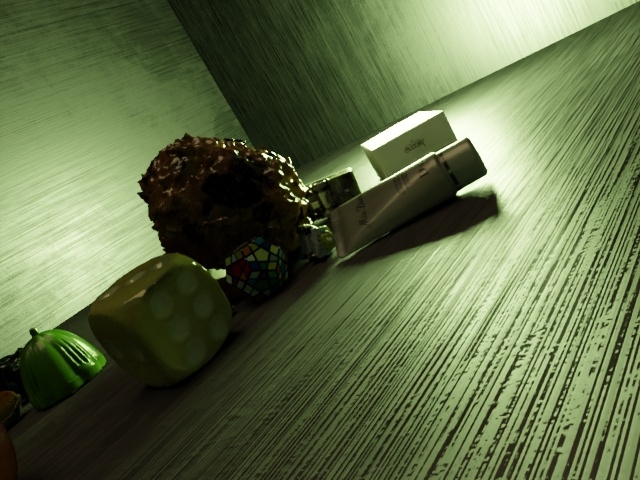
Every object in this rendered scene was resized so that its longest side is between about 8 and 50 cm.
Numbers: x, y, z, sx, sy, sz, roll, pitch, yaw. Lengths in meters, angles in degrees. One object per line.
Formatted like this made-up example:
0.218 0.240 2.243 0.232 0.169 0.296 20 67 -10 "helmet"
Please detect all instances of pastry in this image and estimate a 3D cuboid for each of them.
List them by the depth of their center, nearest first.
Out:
-0.226 -0.086 1.198 0.405 0.292 0.337 -3 -19 22 "pastry"

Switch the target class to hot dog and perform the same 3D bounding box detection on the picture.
-0.805 0.443 1.179 0.162 0.082 0.270 -22 16 42 "hot dog"

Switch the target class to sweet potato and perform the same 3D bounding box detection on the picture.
-0.206 0.105 1.118 0.202 0.058 0.055 -20 -12 -21 "sweet potato"

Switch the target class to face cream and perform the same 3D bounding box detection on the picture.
0.158 -0.082 1.000 0.314 0.089 0.143 -31 41 19 "face cream"

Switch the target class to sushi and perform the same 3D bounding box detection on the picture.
-0.816 0.367 1.397 0.225 0.127 0.124 -23 14 24 "sushi"

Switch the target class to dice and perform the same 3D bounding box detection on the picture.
-0.271 0.133 0.898 0.169 0.169 0.166 -9 30 42 "dice"

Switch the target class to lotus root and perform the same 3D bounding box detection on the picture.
-0.624 0.272 1.226 0.186 0.186 0.186 -29 12 7 "lotus root"

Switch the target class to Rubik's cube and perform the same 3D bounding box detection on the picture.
-0.127 0.055 1.054 0.112 0.133 0.133 -1 21 15 "Rubik's cube"

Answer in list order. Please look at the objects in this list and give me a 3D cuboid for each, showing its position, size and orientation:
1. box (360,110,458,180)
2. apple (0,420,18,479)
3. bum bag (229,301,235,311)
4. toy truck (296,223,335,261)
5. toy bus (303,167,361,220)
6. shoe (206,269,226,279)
0.234 -0.255 1.426 0.203 0.116 0.274 -30 12 6 "box"
-0.539 0.335 0.702 0.272 0.206 0.251 -22 25 44 "apple"
-0.242 0.184 1.029 0.109 0.026 0.159 -21 21 39 "bum bag"
0.000 0.000 1.092 0.077 0.076 0.111 -14 7 -20 "toy truck"
-0.035 -0.102 1.435 0.301 0.113 0.139 -20 15 13 "toy bus"
-0.311 0.086 1.410 0.110 0.095 0.265 -30 15 7 "shoe"
